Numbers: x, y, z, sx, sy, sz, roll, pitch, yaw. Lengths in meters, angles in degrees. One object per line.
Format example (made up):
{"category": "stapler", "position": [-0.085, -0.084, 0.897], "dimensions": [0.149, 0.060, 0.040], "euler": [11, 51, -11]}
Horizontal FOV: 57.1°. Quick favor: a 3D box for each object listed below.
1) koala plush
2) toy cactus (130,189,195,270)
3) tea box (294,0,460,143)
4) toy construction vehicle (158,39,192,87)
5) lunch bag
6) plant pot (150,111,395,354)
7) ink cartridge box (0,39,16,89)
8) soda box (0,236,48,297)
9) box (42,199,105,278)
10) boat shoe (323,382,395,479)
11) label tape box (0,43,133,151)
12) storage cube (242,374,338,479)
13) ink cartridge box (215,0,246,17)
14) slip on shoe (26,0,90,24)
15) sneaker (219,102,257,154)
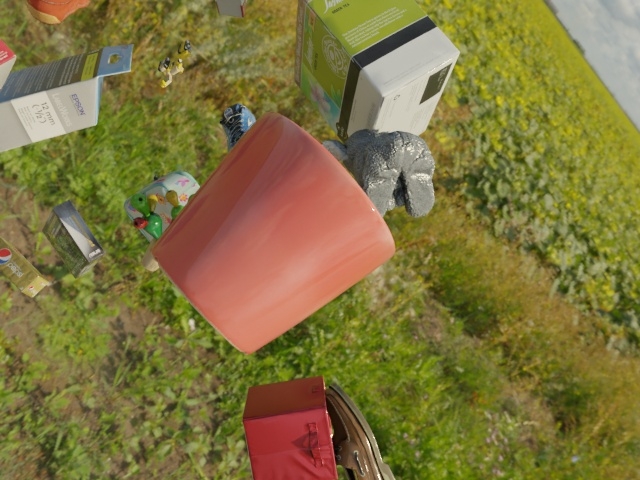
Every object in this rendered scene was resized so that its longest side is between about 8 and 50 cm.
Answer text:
{"category": "koala plush", "position": [0.119, -0.169, 1.258], "dimensions": [0.196, 0.203, 0.221], "euler": [-13, 37, -19]}
{"category": "toy cactus", "position": [-0.260, -0.008, 1.078], "dimensions": [0.219, 0.180, 0.112], "euler": [17, 33, -48]}
{"category": "tea box", "position": [0.113, -0.414, 1.411], "dimensions": [0.324, 0.220, 0.329], "euler": [54, -15, 15]}
{"category": "toy construction vehicle", "position": [-0.332, -0.404, 1.356], "dimensions": [0.035, 0.085, 0.098], "euler": [42, 38, -42]}
{"category": "lunch bag", "position": [-0.371, -0.043, 1.543], "dimensions": [0.279, 0.224, 0.108], "euler": [57, 44, -17]}
{"category": "plant pot", "position": [-0.076, 0.003, 0.803], "dimensions": [0.275, 0.243, 0.275], "euler": [46, -9, 9]}
{"category": "ink cartridge box", "position": [-0.642, -0.324, 0.993], "dimensions": [0.176, 0.127, 0.128], "euler": [49, 50, -15]}
{"category": "soda box", "position": [-0.824, 0.071, 1.592], "dimensions": [0.181, 0.061, 0.058], "euler": [39, -15, 16]}
{"category": "box", "position": [-0.727, 0.002, 1.725], "dimensions": [0.056, 0.231, 0.183], "euler": [-35, 94, -35]}
{"category": "boat shoe", "position": [0.073, 0.485, 1.361], "dimensions": [0.104, 0.111, 0.307], "euler": [-28, 87, -16]}
{"category": "label tape box", "position": [-0.593, -0.341, 1.371], "dimensions": [0.249, 0.347, 0.115], "euler": [-115, -169, -54]}
{"category": "storage cube", "position": [-0.070, 0.450, 1.396], "dimensions": [0.215, 0.193, 0.184], "euler": [-97, 178, -80]}
{"category": "ink cartridge box", "position": [-0.223, -0.689, 1.517], "dimensions": [0.127, 0.072, 0.175], "euler": [107, -9, -82]}
{"category": "slip on shoe", "position": [-0.448, -0.501, 1.080], "dimensions": [0.123, 0.101, 0.331], "euler": [23, 43, -15]}
{"category": "sneaker", "position": [-0.265, -0.341, 1.861], "dimensions": [0.147, 0.129, 0.330], "euler": [55, 12, -29]}
